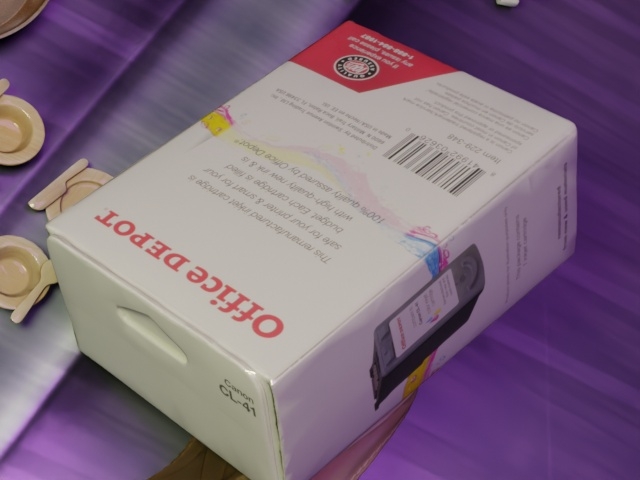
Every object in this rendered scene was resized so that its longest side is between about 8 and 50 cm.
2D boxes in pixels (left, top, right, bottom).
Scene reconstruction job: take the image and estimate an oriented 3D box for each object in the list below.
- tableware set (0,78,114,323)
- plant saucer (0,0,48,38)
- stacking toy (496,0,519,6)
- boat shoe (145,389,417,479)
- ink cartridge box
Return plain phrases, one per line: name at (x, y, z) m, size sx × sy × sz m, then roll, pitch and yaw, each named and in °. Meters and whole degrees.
tableware set at (-0.222, -0.029, 1.179) m, size 0.168 × 0.020 × 0.141 m, roll 42°, pitch 61°, yaw -3°
plant saucer at (-0.278, -0.216, 1.224) m, size 0.168 × 0.029 × 0.168 m, roll 8°, pitch 68°, yaw -20°
stacking toy at (0.092, -0.306, 1.399) m, size 0.167 × 0.052 × 0.221 m, roll 5°, pitch 68°, yaw -21°
boat shoe at (-0.041, 0.179, 1.137) m, size 0.302 × 0.109 × 0.098 m, roll -38°, pitch 126°, yaw -31°
ink cartridge box at (0.000, 0.000, 1.143) m, size 0.226 × 0.131 × 0.306 m, roll 32°, pitch 56°, yaw 34°
